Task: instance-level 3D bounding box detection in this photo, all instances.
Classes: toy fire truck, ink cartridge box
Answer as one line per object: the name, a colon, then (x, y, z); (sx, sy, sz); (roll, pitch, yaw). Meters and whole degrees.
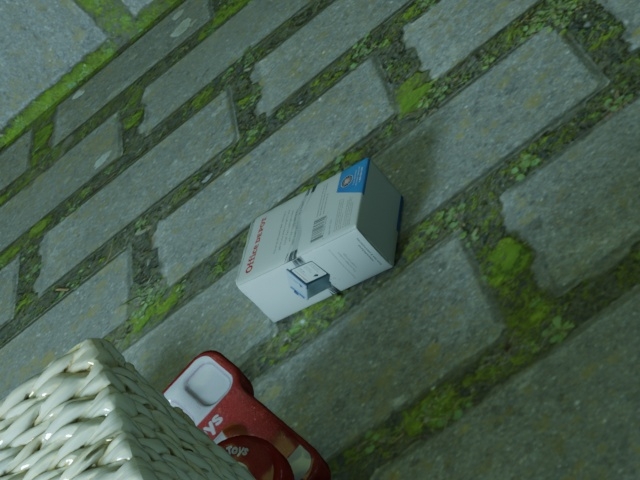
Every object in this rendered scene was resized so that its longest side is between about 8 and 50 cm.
toy fire truck: (-0.136, 0.277, 1.305); (0.302, 0.169, 0.254); (-47, 47, -8)
ink cartridge box: (0.000, 0.000, 1.677); (0.191, 0.082, 0.139); (-28, 31, 30)

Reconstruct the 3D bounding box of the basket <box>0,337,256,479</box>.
basket: (-0.169, 0.310, 0.967); (0.331, 0.328, 0.266); (-37, 39, 4)
